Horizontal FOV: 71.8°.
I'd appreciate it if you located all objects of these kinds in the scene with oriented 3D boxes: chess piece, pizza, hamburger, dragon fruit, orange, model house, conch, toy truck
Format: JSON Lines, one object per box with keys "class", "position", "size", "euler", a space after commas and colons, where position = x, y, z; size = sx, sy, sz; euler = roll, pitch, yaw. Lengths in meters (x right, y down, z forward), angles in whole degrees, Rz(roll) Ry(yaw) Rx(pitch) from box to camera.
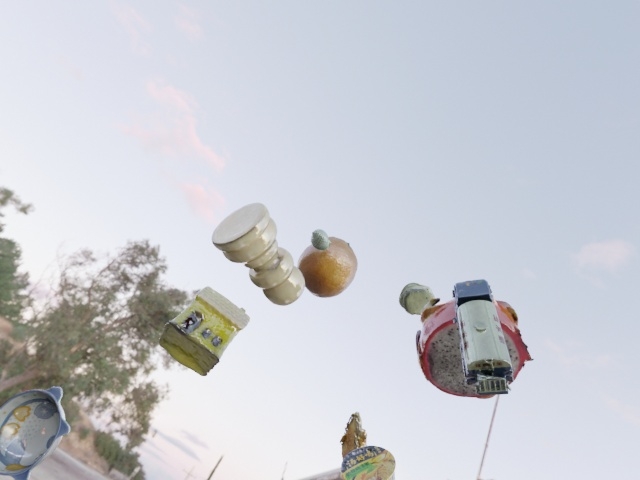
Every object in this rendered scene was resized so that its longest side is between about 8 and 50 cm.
{"class": "chess piece", "position": [-0.147, 0.056, 1.220], "size": [0.167, 0.167, 0.300], "euler": [-2, -45, 37]}
{"class": "pizza", "position": [0.134, 0.787, 1.629], "size": [0.071, 0.297, 0.189], "euler": [-1, -18, -21]}
{"class": "hamburger", "position": [0.383, 0.233, 1.741], "size": [0.139, 0.062, 0.133], "euler": [12, -69, -3]}
{"class": "dragon fruit", "position": [0.419, 0.271, 1.261], "size": [0.305, 0.226, 0.306], "euler": [3, -64, 6]}
{"class": "orange", "position": [0.030, 0.106, 1.834], "size": [0.264, 0.264, 0.264], "euler": [20, -40, 17]}
{"class": "model house", "position": [-0.355, 0.271, 1.397], "size": [0.193, 0.234, 0.175], "euler": [37, -51, -2]}
{"class": "conch", "position": [-0.001, 0.000, 1.675], "size": [0.085, 0.056, 0.076], "euler": [39, -79, 1]}
{"class": "toy truck", "position": [0.250, 0.148, 0.697], "size": [0.074, 0.202, 0.088], "euler": [-10, -55, 16]}

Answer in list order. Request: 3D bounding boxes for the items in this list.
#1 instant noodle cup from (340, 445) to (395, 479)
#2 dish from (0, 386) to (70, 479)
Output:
{"class": "instant noodle cup", "position": [0.139, 0.651, 1.191], "size": [0.151, 0.151, 0.122], "euler": [-3, -72, 38]}
{"class": "dish", "position": [-0.750, 0.514, 1.157], "size": [0.228, 0.236, 0.086], "euler": [53, -12, 27]}
